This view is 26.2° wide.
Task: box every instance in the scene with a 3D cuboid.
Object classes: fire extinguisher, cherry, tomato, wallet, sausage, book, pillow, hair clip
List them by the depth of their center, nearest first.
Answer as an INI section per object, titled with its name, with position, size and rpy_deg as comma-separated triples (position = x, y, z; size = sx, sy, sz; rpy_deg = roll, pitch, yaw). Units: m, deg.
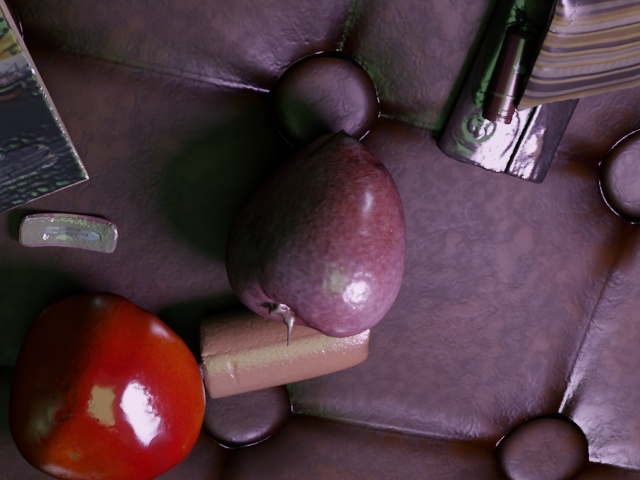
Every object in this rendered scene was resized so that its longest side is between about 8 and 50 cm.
[pillow]
position = 0.373, -0.266, 1.826
size = 0.208, 0.052, 0.212
rpy_deg = -14, 143, -22
[book]
position = -0.507, -0.195, 1.841
size = 0.263, 0.028, 0.374
rpy_deg = -21, 116, 4
[fire extinguisher]
position = 0.267, -0.237, 1.869
size = 0.078, 0.045, 0.157
rpy_deg = 0, 114, -33
[cherry]
position = 0.000, 0.000, 1.879
size = 0.221, 0.261, 0.307
rpy_deg = 20, 84, -48
[wallet]
position = 0.297, -0.241, 1.911
size = 0.170, 0.044, 0.321
rpy_deg = 17, 111, -13
[tomato]
position = -0.305, 0.226, 1.932
size = 0.299, 0.226, 0.298
rpy_deg = 6, 121, 10
[hair clip]
position = -0.357, -0.011, 1.948
size = 0.137, 0.022, 0.054
rpy_deg = 4, 115, -9
[sausage]
position = -0.049, 0.148, 2.007
size = 0.253, 0.123, 0.123
rpy_deg = -11, 116, -1
